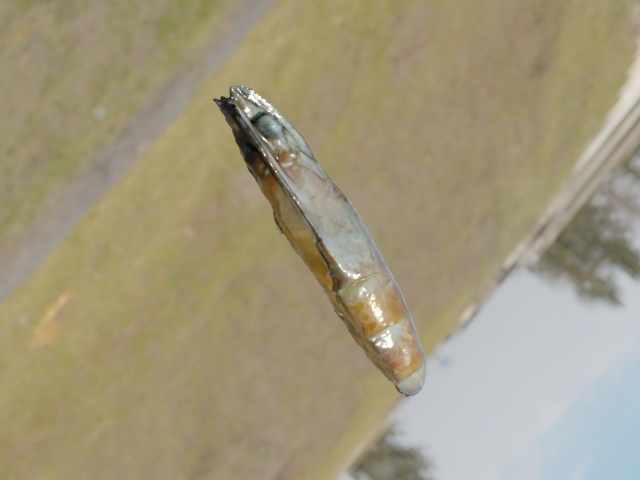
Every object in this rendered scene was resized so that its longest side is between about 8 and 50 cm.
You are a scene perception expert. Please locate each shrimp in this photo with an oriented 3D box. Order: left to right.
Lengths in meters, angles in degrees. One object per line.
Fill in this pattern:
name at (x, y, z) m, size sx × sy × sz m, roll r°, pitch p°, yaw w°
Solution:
shrimp at (0.000, 0.000, 1.598) m, size 0.062 × 0.317 × 0.164 m, roll -35°, pitch -164°, yaw -10°
